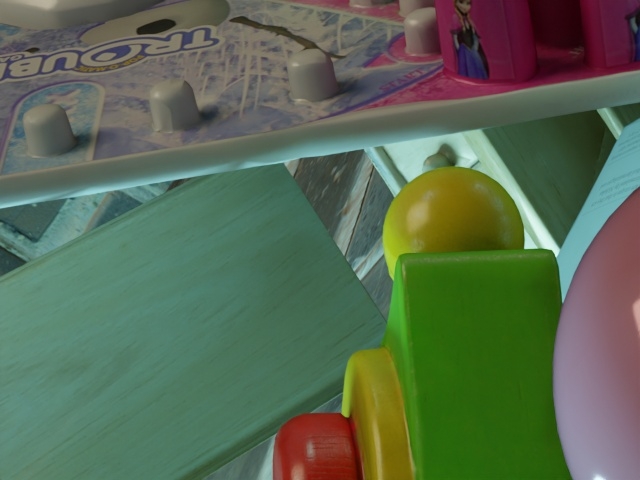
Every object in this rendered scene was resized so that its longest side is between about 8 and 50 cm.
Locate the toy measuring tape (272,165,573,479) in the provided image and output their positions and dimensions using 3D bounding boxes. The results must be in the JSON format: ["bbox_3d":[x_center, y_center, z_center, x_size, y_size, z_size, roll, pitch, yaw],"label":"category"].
[{"bbox_3d":[0.046,0.143,0.523,0.121,0.121,0.330,146,122,-66],"label":"toy measuring tape"}]

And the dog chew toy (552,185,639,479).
[{"bbox_3d":[0.175,-0.018,0.377,0.332,0.207,0.206,-42,18,38],"label":"dog chew toy"}]

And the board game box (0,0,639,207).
[{"bbox_3d":[-0.084,-0.121,0.708,0.390,0.390,0.050,-90,-9,-63],"label":"board game box"}]

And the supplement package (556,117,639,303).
[{"bbox_3d":[0.136,0.047,0.691,0.179,0.105,0.105,-60,11,-15],"label":"supplement package"}]

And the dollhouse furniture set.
[{"bbox_3d":[0.000,0.000,0.828,0.394,0.362,0.256,-29,-7,-31],"label":"dollhouse furniture set"}]
